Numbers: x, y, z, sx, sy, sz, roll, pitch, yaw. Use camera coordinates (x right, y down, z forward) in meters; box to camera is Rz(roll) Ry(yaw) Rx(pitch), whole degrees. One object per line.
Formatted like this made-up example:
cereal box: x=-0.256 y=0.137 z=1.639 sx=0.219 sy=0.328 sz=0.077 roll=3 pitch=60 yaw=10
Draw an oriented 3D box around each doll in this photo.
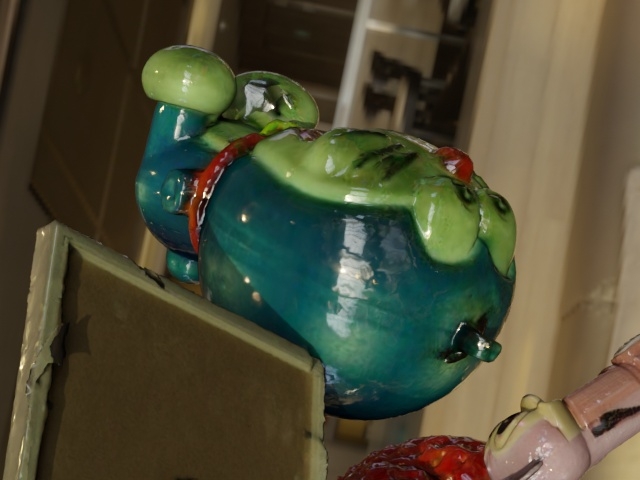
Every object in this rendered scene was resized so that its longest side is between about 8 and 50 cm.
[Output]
doll: x=-0.001 y=0.000 z=0.855 sx=0.322 sy=0.198 sz=0.186 roll=33 pitch=105 yaw=46

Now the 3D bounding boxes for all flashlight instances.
flashlight: x=0.092 y=0.053 z=0.430 sx=0.031 sy=0.110 sz=0.052 roll=57 pitch=160 yaw=10

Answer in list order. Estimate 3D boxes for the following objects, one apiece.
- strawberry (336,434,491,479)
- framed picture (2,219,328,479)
strawberry: x=0.065 y=0.282 z=0.990 sx=0.250 sy=0.288 sz=0.239 roll=-14 pitch=-95 yaw=-56
framed picture: x=-0.065 y=0.150 z=0.611 sx=0.019 sy=0.209 sz=0.281 roll=-21 pitch=52 yaw=35
